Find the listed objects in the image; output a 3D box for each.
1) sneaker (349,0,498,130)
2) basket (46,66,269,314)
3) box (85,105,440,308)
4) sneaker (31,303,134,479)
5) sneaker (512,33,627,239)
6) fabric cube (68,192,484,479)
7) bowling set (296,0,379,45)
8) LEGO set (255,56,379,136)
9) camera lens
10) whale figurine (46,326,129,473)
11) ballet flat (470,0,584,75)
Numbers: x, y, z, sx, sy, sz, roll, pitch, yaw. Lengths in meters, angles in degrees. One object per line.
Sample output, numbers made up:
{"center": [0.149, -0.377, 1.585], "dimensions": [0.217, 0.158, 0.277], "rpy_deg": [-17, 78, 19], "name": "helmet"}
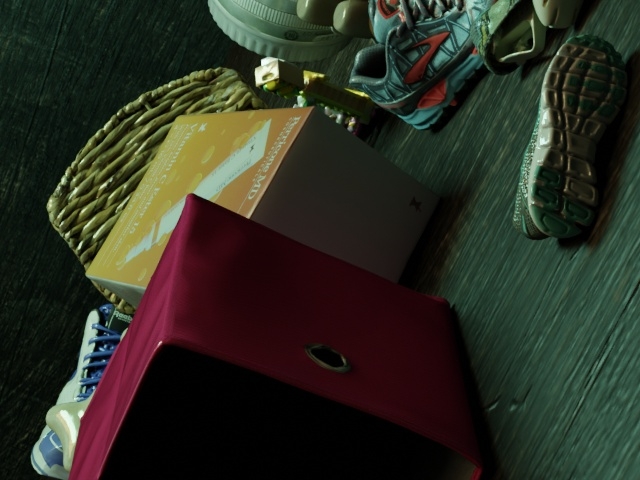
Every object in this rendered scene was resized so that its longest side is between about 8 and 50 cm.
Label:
{"center": [0.110, -0.212, 1.429], "dimensions": [0.262, 0.125, 0.104], "rpy_deg": [125, 162, -45], "name": "sneaker"}
{"center": [-0.175, -0.061, 1.819], "dimensions": [0.299, 0.213, 0.223], "rpy_deg": [-39, -8, -1], "name": "basket"}
{"center": [-0.071, -0.001, 1.492], "dimensions": [0.215, 0.168, 0.345], "rpy_deg": [-61, 25, -12], "name": "box"}
{"center": [-0.284, 0.184, 1.891], "dimensions": [0.315, 0.127, 0.182], "rpy_deg": [-85, 8, -75], "name": "sneaker"}
{"center": [0.175, -0.074, 1.070], "dimensions": [0.076, 0.065, 0.166], "rpy_deg": [135, 157, -69], "name": "sneaker"}
{"center": [-0.046, 0.159, 1.149], "dimensions": [0.258, 0.254, 0.259], "rpy_deg": [-91, 26, -65], "name": "fabric cube"}
{"center": [0.102, -0.272, 1.618], "dimensions": [0.287, 0.154, 0.200], "rpy_deg": [-53, 38, 46], "name": "bowling set"}
{"center": [-0.002, -0.138, 1.764], "dimensions": [0.287, 0.132, 0.107], "rpy_deg": [13, -86, -80], "name": "LEGO set"}
{"center": [-0.018, -0.384, 1.778], "dimensions": [0.274, 0.219, 0.219], "rpy_deg": [109, 174, -46], "name": "camera lens"}
{"center": [-0.187, 0.195, 1.748], "dimensions": [0.216, 0.272, 0.141], "rpy_deg": [55, 172, 39], "name": "whale figurine"}
{"center": [0.191, -0.198, 1.246], "dimensions": [0.188, 0.070, 0.070], "rpy_deg": [132, 157, -62], "name": "ballet flat"}
